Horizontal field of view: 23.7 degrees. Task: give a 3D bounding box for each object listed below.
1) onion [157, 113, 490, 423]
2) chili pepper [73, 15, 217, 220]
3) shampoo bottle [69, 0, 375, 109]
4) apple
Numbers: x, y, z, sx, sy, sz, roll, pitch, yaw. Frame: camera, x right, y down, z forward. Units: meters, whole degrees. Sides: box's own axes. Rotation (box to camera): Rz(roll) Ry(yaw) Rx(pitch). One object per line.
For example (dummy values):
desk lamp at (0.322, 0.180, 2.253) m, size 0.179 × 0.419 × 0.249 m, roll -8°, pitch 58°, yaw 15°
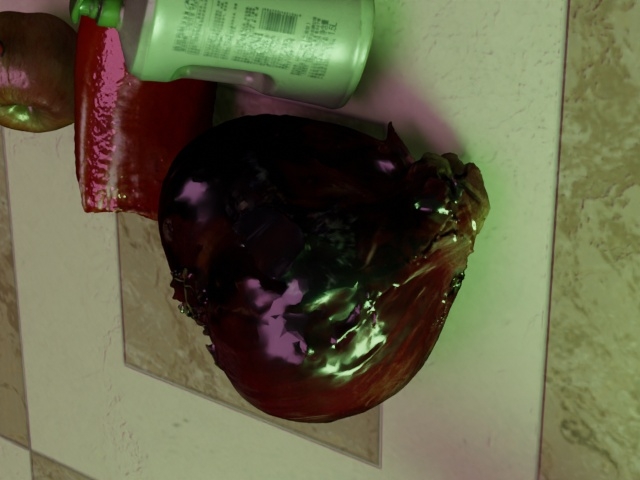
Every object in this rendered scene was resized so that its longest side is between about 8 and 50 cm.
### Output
onion at (-0.016, 0.012, 1.255) m, size 0.281 × 0.221 × 0.281 m, roll -5°, pitch 79°, yaw 28°
chili pepper at (-0.144, -0.190, 1.326) m, size 0.134 × 0.131 × 0.338 m, roll 5°, pitch 115°, yaw -4°
shampoo bottle at (-0.083, -0.173, 1.215) m, size 0.118 × 0.234 × 0.087 m, roll 114°, pitch 157°, yaw -44°
apple at (-0.278, -0.163, 1.470) m, size 0.126 × 0.126 × 0.102 m, roll -18°, pitch 56°, yaw 43°
